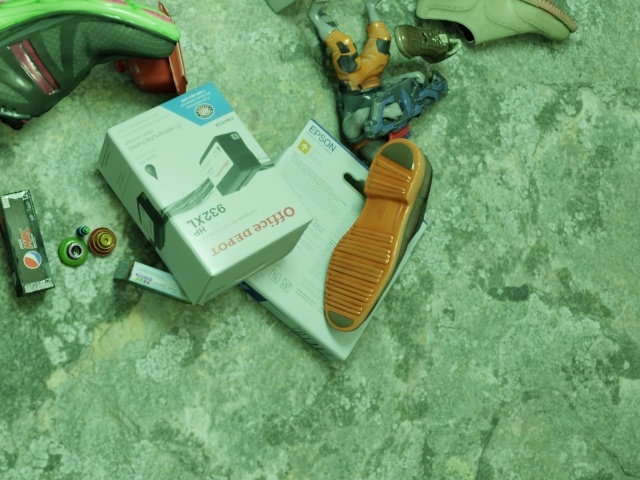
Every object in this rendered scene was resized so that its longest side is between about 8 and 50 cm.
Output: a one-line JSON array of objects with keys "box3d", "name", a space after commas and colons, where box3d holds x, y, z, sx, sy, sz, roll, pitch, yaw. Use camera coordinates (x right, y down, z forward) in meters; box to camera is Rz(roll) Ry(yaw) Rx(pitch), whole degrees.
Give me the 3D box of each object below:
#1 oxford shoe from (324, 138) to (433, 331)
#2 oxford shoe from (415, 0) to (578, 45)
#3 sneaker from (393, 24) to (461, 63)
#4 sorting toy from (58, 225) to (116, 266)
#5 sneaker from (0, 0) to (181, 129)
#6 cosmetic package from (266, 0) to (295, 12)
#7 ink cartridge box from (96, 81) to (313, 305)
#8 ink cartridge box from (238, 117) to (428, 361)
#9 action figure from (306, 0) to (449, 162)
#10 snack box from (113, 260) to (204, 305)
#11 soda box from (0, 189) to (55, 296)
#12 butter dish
[{"box3d": [0.122, 0.004, 1.981, 0.132, 0.130, 0.364, 28, 85, -56], "name": "oxford shoe"}, {"box3d": [0.357, -0.468, 2.233, 0.396, 0.140, 0.147, 14, 110, -30], "name": "oxford shoe"}, {"box3d": [0.202, -0.379, 2.045, 0.188, 0.071, 0.066, -3, 77, -61], "name": "sneaker"}, {"box3d": [-0.393, 0.004, 1.838, 0.102, 0.042, 0.061, -24, 96, -26], "name": "sorting toy"}, {"box3d": [-0.460, -0.286, 1.741, 0.482, 0.185, 0.202, -9, 106, -3], "name": "sneaker"}, {"box3d": [0.000, -0.555, 1.984, 0.224, 0.224, 0.138, -44, 105, -23], "name": "cosmetic package"}, {"box3d": [-0.196, -0.082, 1.835, 0.223, 0.129, 0.307, -30, 78, -30], "name": "ink cartridge box"}, {"box3d": [0.000, 0.000, 2.023, 0.324, 0.071, 0.330, 41, 66, -18], "name": "ink cartridge box"}, {"box3d": [0.105, -0.304, 2.087, 0.341, 0.178, 0.330, -22, 103, -56], "name": "action figure"}, {"box3d": [-0.272, 0.073, 1.860, 0.141, 0.100, 0.037, 22, 79, -24], "name": "snack box"}, {"box3d": [-0.487, 0.005, 1.781, 0.053, 0.060, 0.169, -14, 91, -28], "name": "soda box"}, {"box3d": [-0.298, -0.315, 1.875, 0.118, 0.160, 0.160, -11, 90, -3], "name": "butter dish"}]
